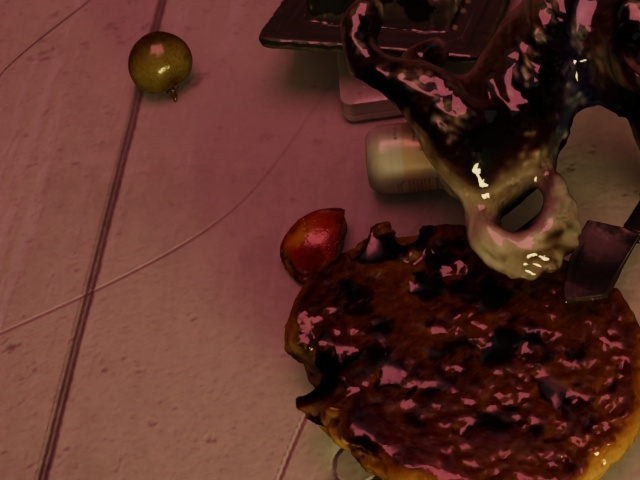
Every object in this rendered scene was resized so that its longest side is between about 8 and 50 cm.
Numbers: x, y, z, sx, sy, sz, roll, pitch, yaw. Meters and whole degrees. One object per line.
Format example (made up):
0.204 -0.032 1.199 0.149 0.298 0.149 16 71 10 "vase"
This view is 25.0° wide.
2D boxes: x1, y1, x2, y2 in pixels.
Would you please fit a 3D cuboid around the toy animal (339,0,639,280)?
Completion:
0.234 -0.143 1.356 0.344 0.194 0.303 -30 65 3 "toy animal"

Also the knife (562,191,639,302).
0.272 0.002 1.365 0.060 0.028 0.230 17 36 21 "knife"

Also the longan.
-0.181 -0.199 1.657 0.075 0.075 0.083 -28 92 -13 "longan"

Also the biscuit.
0.129 0.115 1.314 0.334 0.081 0.289 29 59 26 "biscuit"

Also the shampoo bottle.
0.143 -0.090 1.487 0.192 0.074 0.074 -5 49 8 "shampoo bottle"

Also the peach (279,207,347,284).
0.000 0.000 1.458 0.083 0.050 0.077 -30 52 -19 "peach"

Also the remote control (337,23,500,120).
0.144 -0.190 1.598 0.250 0.034 0.103 -8 48 5 "remote control"

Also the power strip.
0.080 -0.287 1.630 0.251 0.092 0.257 1 34 18 "power strip"
